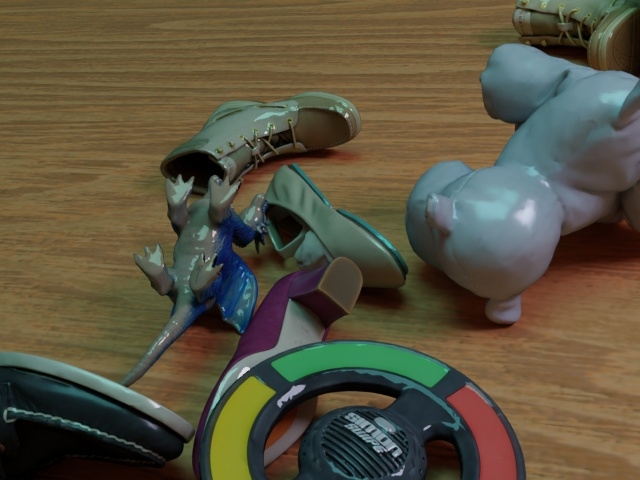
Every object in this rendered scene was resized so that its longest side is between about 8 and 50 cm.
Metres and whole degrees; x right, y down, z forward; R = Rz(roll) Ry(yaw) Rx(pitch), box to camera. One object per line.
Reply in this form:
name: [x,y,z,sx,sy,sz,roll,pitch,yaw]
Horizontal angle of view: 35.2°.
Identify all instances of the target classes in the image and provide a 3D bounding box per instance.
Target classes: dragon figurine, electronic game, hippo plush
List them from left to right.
dragon figurine: [-0.108,0.037,0.946,0.085,0.144,0.289,0,55,13]
electronic game: [0.030,0.154,0.709,0.229,0.048,0.229,2,38,-2]
hippo plush: [0.213,-0.028,0.929,0.236,0.234,0.294,-48,23,-7]

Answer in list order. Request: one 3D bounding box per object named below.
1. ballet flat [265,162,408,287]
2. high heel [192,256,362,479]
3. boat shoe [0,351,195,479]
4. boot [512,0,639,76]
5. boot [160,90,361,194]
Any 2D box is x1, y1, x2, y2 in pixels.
ballet flat: [0.000,0.000,1.014,0.086,0.086,0.248,-18,29,-18]
high heel: [-0.054,0.113,0.847,0.117,0.082,0.244,-32,24,49]
boat shoe: [-0.262,0.146,0.774,0.340,0.127,0.113,11,63,16]
boot: [0.363,-0.299,1.425,0.203,0.095,0.262,11,33,29]
boot: [-0.071,-0.116,1.222,0.213,0.077,0.165,2,30,26]
